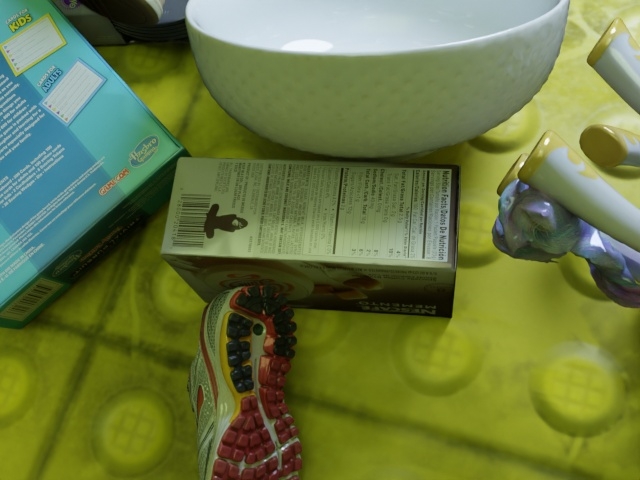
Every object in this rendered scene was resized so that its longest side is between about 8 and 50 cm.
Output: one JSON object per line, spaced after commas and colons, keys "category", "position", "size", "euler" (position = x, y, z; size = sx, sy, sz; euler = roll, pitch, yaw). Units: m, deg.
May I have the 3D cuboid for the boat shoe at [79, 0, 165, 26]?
{"category": "boat shoe", "position": [-0.265, -0.331, 0.796], "size": [0.302, 0.109, 0.098], "euler": [35, 80, 26]}

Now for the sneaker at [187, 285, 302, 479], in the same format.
{"category": "sneaker", "position": [-0.071, 0.152, 0.655], "size": [0.088, 0.093, 0.225], "euler": [8, 83, -34]}

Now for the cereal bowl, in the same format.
{"category": "cereal bowl", "position": [0.051, -0.171, 0.696], "size": [0.339, 0.141, 0.338], "euler": [-3, 35, 2]}

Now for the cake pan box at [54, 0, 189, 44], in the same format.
{"category": "cake pan box", "position": [-0.174, -0.351, 0.878], "size": [0.246, 0.070, 0.266], "euler": [2, 70, 12]}

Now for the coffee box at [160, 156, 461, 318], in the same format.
{"category": "coffee box", "position": [0.000, 0.000, 0.672], "size": [0.247, 0.141, 0.098], "euler": [3, 69, 9]}

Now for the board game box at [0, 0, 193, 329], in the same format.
{"category": "board game box", "position": [-0.328, -0.117, 0.766], "size": [0.254, 0.079, 0.336], "euler": [-41, 77, -3]}

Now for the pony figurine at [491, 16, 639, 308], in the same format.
{"category": "pony figurine", "position": [0.310, 0.029, 0.546], "size": [0.364, 0.302, 0.351], "euler": [35, 51, 6]}
